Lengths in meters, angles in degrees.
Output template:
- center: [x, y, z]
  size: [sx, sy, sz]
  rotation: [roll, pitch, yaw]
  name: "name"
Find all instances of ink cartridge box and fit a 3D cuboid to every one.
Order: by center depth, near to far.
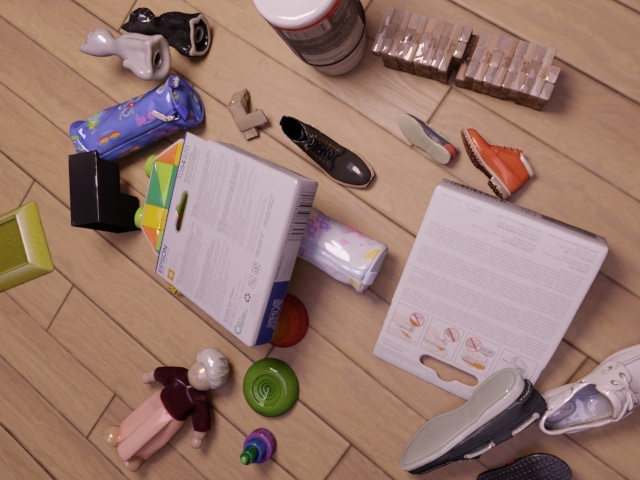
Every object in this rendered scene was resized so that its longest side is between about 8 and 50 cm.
- center: [0.306, 0.113, 0.988]
  size: [0.308, 0.091, 0.385]
  rotation: [23, 112, 14]
  name: "ink cartridge box"
- center: [-0.180, -0.014, 1.009]
  size: [0.330, 0.071, 0.324]
  rotation: [29, 109, 36]
  name: "ink cartridge box"

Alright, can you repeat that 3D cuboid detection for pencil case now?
- center: [0.000, 0.000, 1.033]
  size: [0.273, 0.124, 0.114]
  rotation: [29, 96, 13]
  name: "pencil case"
- center: [-0.410, -0.259, 1.146]
  size: [0.306, 0.133, 0.119]
  rotation: [-19, 124, 15]
  name: "pencil case"

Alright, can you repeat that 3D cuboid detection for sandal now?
- center: [0.381, 0.442, 0.973]
  size: [0.179, 0.040, 0.067]
  rotation: [-29, 76, 28]
  name: "sandal"

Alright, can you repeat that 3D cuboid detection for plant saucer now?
- center: [-0.781, 0.017, 1.288]
  size: [0.188, 0.045, 0.188]
  rotation: [-20, 84, 15]
  name: "plant saucer"

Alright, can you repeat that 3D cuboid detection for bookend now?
- center: [-0.479, -0.104, 1.153]
  size: [0.072, 0.156, 0.157]
  rotation: [-7, 84, 15]
  name: "bookend"

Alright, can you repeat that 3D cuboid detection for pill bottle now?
- center: [-0.004, -0.421, 0.954]
  size: [0.161, 0.283, 0.161]
  rotation: [0, 89, 16]
  name: "pill bottle"

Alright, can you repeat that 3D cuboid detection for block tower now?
- center: [0.273, -0.345, 0.978]
  size: [0.335, 0.097, 0.091]
  rotation: [22, 95, 13]
  name: "block tower"

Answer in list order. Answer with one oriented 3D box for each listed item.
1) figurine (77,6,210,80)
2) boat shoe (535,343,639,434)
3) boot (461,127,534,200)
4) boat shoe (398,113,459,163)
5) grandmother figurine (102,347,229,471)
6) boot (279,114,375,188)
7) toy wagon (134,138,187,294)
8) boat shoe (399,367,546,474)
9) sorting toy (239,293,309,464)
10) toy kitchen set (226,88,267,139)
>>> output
- center: [-0.387, -0.438, 1.117]
  size: [0.209, 0.215, 0.092]
  rotation: [21, 138, 21]
  name: "figurine"
- center: [0.510, 0.274, 0.903]
  size: [0.277, 0.096, 0.098]
  rotation: [-34, 81, 12]
  name: "boat shoe"
- center: [0.335, -0.162, 0.979]
  size: [0.084, 0.059, 0.158]
  rotation: [-37, 89, 9]
  name: "boot"
- center: [0.213, -0.207, 1.019]
  size: [0.137, 0.049, 0.043]
  rotation: [43, 58, 14]
  name: "boat shoe"
- center: [-0.322, 0.366, 1.134]
  size: [0.208, 0.104, 0.342]
  rotation: [45, 103, 3]
  name: "grandmother figurine"
- center: [0.009, -0.173, 1.025]
  size: [0.197, 0.137, 0.077]
  rotation: [32, 98, 13]
  name: "boot"
- center: [-0.286, -0.043, 1.141]
  size: [0.267, 0.068, 0.345]
  rotation: [14, 93, 15]
  name: "toy wagon"
- center: [0.278, 0.362, 0.958]
  size: [0.091, 0.114, 0.302]
  rotation: [43, 116, -6]
  name: "boat shoe"
- center: [-0.119, 0.294, 1.063]
  size: [0.127, 0.126, 0.366]
  rotation: [10, 91, 15]
  name: "sorting toy"
- center: [-0.149, -0.282, 1.124]
  size: [0.068, 0.075, 0.083]
  rotation: [-16, 125, 18]
  name: "toy kitchen set"
